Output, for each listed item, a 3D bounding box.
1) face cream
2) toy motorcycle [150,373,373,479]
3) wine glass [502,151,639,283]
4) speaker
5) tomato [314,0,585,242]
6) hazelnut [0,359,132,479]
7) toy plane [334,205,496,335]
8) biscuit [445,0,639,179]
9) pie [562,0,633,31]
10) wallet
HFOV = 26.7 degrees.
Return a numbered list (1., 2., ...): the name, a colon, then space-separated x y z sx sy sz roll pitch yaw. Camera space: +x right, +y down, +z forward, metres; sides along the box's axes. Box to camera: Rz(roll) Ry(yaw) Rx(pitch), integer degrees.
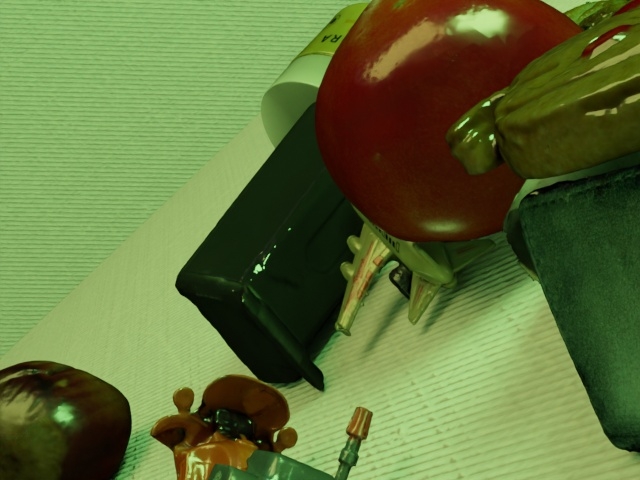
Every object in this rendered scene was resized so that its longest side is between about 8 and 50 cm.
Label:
1. face cream: 0.056 -0.188 1.841 0.179 0.218 0.218 -51 15 -29
2. toy motorcycle: -0.072 0.228 1.195 0.325 0.147 0.221 -14 54 67
3. wine glass: 0.245 -0.056 1.145 0.204 0.111 0.111 -45 13 -29
4. speaker: 0.000 0.000 1.576 0.184 0.180 0.388 -15 32 50
5. tomato: 0.127 -0.137 1.297 0.298 0.226 0.299 -20 33 14
6. hazelnut: -0.355 0.261 1.782 0.229 0.229 0.229 -41 14 13
7. toy plane: 0.090 -0.008 1.447 0.242 0.104 0.256 -46 24 4
8. biscuit: 0.250 -0.142 0.975 0.350 0.070 0.394 -21 10 16
9. pie: 0.271 -0.186 1.551 0.302 0.067 0.302 -40 13 11
10. wallet: 0.260 0.025 0.742 0.046 0.191 0.379 -19 0 -31
